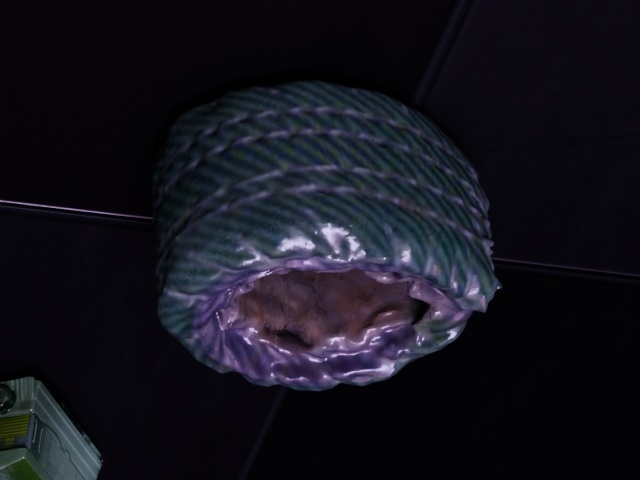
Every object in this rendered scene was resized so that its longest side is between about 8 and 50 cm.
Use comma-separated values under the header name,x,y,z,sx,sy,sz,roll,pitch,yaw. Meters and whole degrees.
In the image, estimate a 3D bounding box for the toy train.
name,x,y,z,sx,sy,sz,roll,pitch,yaw
toy train,-0.140,0.110,0.908,0.038,0.056,0.093,-11,139,14

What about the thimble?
name,x,y,z,sx,sy,sz,roll,pitch,yaw
thimble,-0.003,0.001,0.763,0.135,0.090,0.118,13,141,-25
